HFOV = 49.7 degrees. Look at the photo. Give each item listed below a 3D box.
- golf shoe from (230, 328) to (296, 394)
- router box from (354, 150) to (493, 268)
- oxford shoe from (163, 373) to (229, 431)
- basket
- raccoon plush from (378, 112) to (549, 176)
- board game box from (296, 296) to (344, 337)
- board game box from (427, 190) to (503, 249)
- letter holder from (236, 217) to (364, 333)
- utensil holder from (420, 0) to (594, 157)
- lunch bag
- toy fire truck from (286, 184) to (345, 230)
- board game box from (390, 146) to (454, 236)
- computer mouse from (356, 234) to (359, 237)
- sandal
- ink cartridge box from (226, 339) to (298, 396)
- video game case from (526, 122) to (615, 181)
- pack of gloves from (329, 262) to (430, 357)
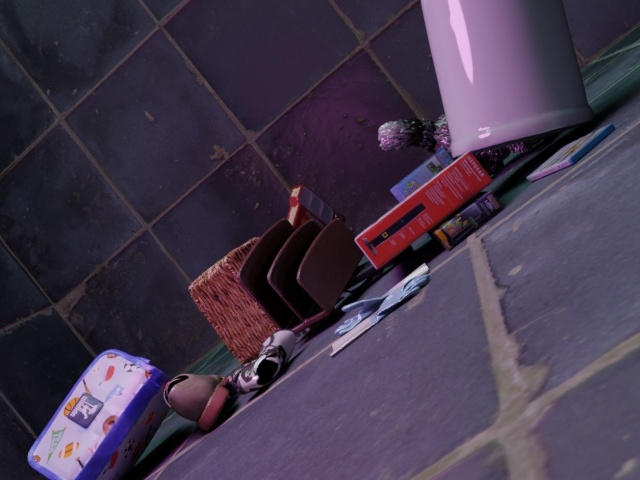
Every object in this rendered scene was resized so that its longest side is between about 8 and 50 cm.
[{"bbox_3d":[-0.100,0.263,1.503,0.093,0.077,0.198,-16,22,46],"label":"golf shoe"},{"bbox_3d":[0.229,-0.072,1.575,0.301,0.082,0.335,-38,-1,9],"label":"router box"},{"bbox_3d":[-0.292,0.348,1.602,0.123,0.130,0.348,-62,6,-15],"label":"oxford shoe"},{"bbox_3d":[-0.194,0.168,2.015,0.223,0.299,0.213,-37,1,40],"label":"basket"},{"bbox_3d":[0.412,-0.293,1.887,0.446,0.216,0.299,-12,-7,-14],"label":"raccoon plush"},{"bbox_3d":[-0.003,0.198,1.740,0.168,0.033,0.133,-31,1,36],"label":"board game box"},{"bbox_3d":[0.299,-0.044,1.459,0.141,0.048,0.170,-39,1,3],"label":"board game box"},{"bbox_3d":[-0.045,0.051,1.718,0.152,0.214,0.302,-33,13,35],"label":"letter holder"},{"bbox_3d":[0.424,-0.418,1.601,0.327,0.386,0.327,-14,3,1],"label":"utensil holder"},{"bbox_3d":[-0.518,0.449,1.661,0.328,0.239,0.385,-57,12,-25],"label":"lunch bag"},{"bbox_3d":[0.000,0.000,2.126,0.169,0.302,0.254,-8,58,43],"label":"toy fire truck"},{"bbox_3d":[0.307,-0.132,1.847,0.211,0.160,0.039,-38,0,-31],"label":"board game box"},{"bbox_3d":[0.210,-0.020,2.158,0.188,0.072,0.272,-27,-2,23],"label":"computer mouse"},{"bbox_3d":[0.128,0.088,1.770,0.254,0.055,0.097,-29,10,9],"label":"sandal"},{"bbox_3d":[-0.153,0.307,1.745,0.145,0.045,0.179,-36,5,43],"label":"ink cartridge box"},{"bbox_3d":[0.490,-0.170,1.365,0.119,0.015,0.166,-38,1,-14],"label":"video game case"},{"bbox_3d":[0.105,0.115,1.319,0.232,0.046,0.195,-38,0,8],"label":"pack of gloves"}]
